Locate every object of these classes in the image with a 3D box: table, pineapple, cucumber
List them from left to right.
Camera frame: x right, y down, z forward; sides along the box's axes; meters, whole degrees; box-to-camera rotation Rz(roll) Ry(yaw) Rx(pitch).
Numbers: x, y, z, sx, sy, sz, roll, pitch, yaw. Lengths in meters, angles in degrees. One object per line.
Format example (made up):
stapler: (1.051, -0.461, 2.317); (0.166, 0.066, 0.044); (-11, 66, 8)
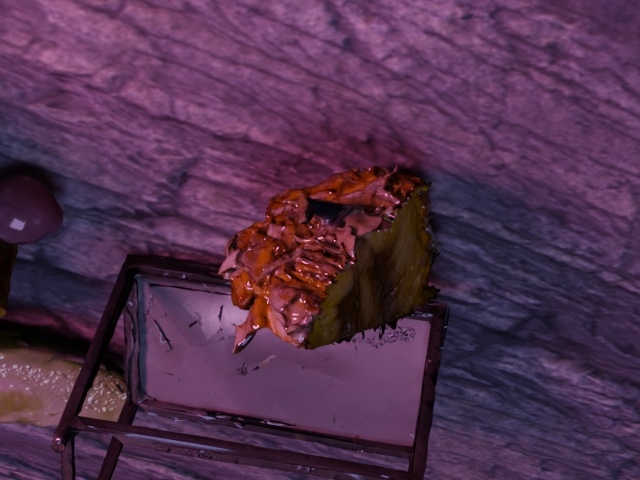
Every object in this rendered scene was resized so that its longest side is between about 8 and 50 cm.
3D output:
cucumber: (-0.363, 0.141, 1.617); (0.325, 0.105, 0.145); (5, 124, -21)
table: (-0.061, 0.201, 1.457); (0.335, 0.272, 0.222); (9, 129, 4)
pineapple: (0.002, -0.005, 1.347); (0.161, 0.334, 0.158); (28, 114, 23)

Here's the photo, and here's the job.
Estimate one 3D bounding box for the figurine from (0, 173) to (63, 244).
figurine: (-0.285, -0.030, 1.388); (0.071, 0.067, 0.083); (21, -169, 41)

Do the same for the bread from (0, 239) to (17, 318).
bread: (-0.422, 0.021, 1.448); (0.222, 0.096, 0.181); (-7, 143, 13)
